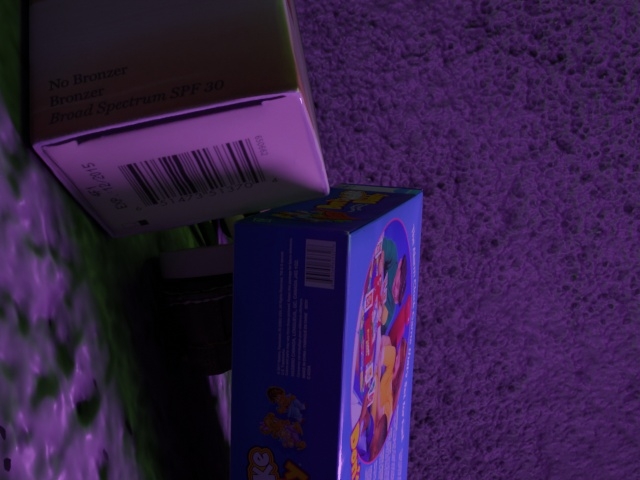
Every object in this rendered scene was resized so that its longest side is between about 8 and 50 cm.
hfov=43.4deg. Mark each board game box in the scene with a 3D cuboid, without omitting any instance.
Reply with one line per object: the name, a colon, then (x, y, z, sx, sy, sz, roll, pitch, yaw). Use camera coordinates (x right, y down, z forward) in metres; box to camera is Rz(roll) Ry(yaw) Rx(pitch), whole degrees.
board game box: (0.011, 0.141, 0.631, 0.233, 0.078, 0.346, -27, 121, -69)

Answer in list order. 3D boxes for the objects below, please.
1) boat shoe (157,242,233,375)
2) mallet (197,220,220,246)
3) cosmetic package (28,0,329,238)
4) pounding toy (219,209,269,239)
boat shoe: (-0.059, 0.055, 0.733, 0.324, 0.117, 0.096, 16, 67, -82)
mallet: (-0.114, -0.026, 0.749, 0.189, 0.039, 0.062, 81, 0, -53)
cosmetic package: (-0.095, -0.168, 0.523, 0.129, 0.153, 0.296, 73, 5, -65)
pounding toy: (-0.094, -0.108, 0.920, 0.206, 0.094, 0.181, -108, 179, -47)
